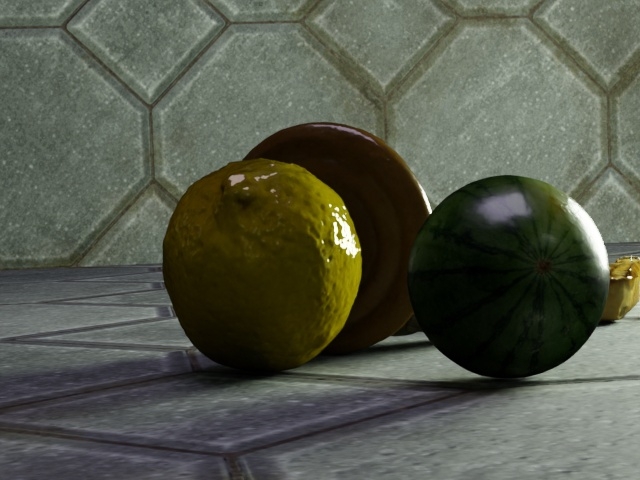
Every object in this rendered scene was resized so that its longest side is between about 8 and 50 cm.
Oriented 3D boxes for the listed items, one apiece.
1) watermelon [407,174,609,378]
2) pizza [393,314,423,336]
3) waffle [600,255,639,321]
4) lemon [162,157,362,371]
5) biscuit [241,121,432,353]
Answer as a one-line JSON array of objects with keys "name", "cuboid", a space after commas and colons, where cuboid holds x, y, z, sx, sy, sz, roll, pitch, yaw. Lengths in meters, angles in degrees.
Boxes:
[{"name": "watermelon", "cuboid": [0.171, 0.035, 1.254, 0.188, 0.188, 0.214, -3, -7, -9]}, {"name": "pizza", "cuboid": [0.055, 0.059, 1.535, 0.296, 0.071, 0.189, 4, -33, -2]}, {"name": "waffle", "cuboid": [0.262, 0.066, 1.845, 0.348, 0.078, 0.304, -1, 3, 18]}, {"name": "lemon", "cuboid": [-0.058, 0.027, 1.348, 0.204, 0.204, 0.260, -2, -35, 6]}, {"name": "biscuit", "cuboid": [-0.001, 0.000, 1.461, 0.262, 0.262, 0.037, -1, 10, 25]}]
